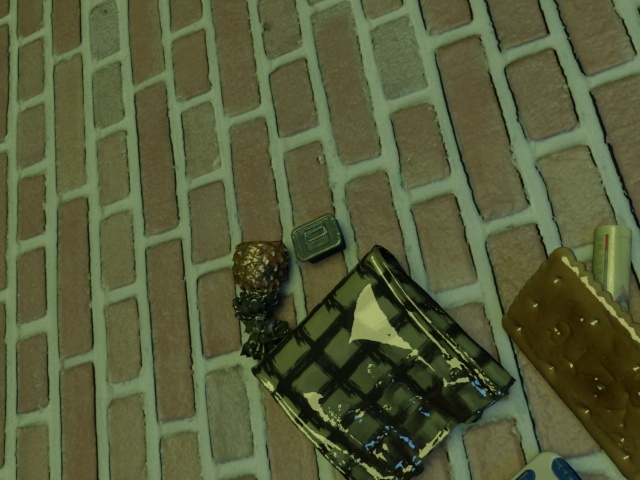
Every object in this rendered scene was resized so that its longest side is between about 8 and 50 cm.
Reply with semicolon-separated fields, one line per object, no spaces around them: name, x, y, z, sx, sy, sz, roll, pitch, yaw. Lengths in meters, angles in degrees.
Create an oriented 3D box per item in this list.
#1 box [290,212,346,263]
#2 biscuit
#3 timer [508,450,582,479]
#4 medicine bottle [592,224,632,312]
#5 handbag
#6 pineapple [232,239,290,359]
box;0.000;0.000;1.349;0.099;0.054;0.074;-25;66;15
biscuit;0.411;0.185;1.033;0.325;0.044;0.217;55;144;27
timer;0.297;0.444;1.007;0.253;0.078;0.178;-44;20;7
medicine bottle;0.461;0.093;1.105;0.059;0.059;0.231;1;73;25
handbag;0.098;0.230;1.176;0.325;0.162;0.327;-46;69;8
pineapple;-0.115;0.116;1.339;0.119;0.111;0.237;-13;74;54
